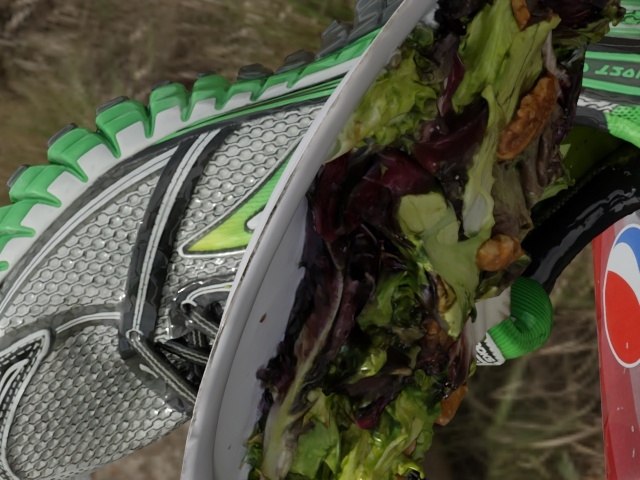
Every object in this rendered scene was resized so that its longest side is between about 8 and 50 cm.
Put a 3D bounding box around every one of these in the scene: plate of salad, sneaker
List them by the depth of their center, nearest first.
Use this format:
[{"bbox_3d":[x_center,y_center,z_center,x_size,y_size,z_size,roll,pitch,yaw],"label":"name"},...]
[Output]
[{"bbox_3d":[0.031,0.005,0.391,0.048,0.200,0.200,30,105,20],"label":"plate of salad"},{"bbox_3d":[0.000,0.000,0.576,0.343,0.134,0.146,-33,51,8],"label":"sneaker"}]

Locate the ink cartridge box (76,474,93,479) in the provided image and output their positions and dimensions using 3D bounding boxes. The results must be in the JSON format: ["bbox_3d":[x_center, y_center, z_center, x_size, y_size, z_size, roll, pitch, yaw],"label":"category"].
[{"bbox_3d":[-0.201,0.230,0.995,0.172,0.100,0.237,15,133,47],"label":"ink cartridge box"}]

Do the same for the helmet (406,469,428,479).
[{"bbox_3d":[0.000,0.200,0.859,0.169,0.161,0.169,41,152,27],"label":"helmet"}]

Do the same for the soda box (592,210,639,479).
[{"bbox_3d":[0.180,-0.016,0.693,0.092,0.083,0.263,124,148,-70],"label":"soda box"}]
